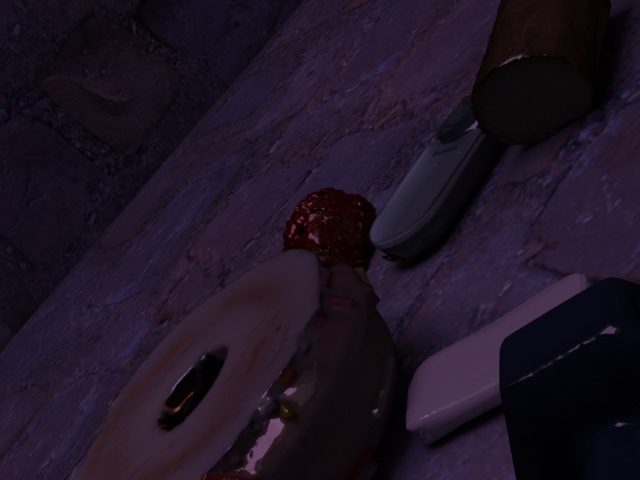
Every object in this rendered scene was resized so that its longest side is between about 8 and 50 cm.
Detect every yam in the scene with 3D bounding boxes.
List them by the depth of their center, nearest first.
[{"bbox_3d":[0.243,-0.220,1.247,0.129,0.128,0.238,2,45,19],"label":"yam"}]

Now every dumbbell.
[{"bbox_3d":[0.162,0.163,0.580,0.160,0.144,0.325,-33,21,28],"label":"dumbbell"}]

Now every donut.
[{"bbox_3d":[-0.075,0.177,1.064,0.382,0.142,0.382,-40,20,18],"label":"donut"}]

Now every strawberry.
[{"bbox_3d":[-0.001,-0.001,1.380,0.140,0.085,0.192,-26,28,41],"label":"strawberry"}]

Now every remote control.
[{"bbox_3d":[0.139,-0.075,1.279,0.104,0.052,0.247,-12,37,57],"label":"remote control"}]

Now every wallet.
[{"bbox_3d":[0.145,0.097,0.932,0.190,0.033,0.095,-34,20,30],"label":"wallet"}]
